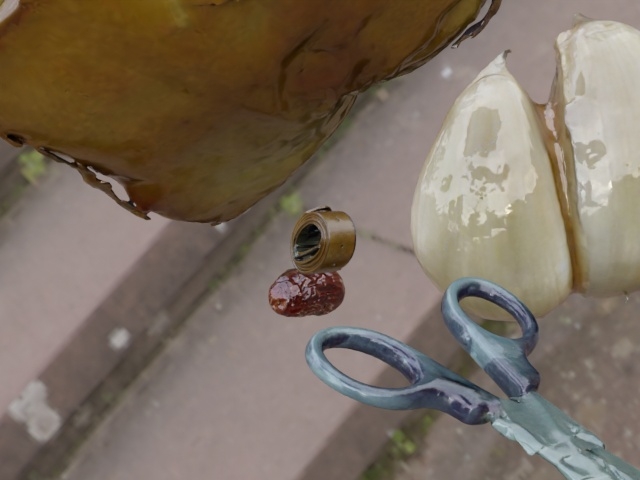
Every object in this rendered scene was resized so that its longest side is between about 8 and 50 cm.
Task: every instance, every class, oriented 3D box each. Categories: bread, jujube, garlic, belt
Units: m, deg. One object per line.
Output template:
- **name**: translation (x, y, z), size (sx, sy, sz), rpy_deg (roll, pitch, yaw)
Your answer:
- **bread**: translation (-0.045, -0.129, 0.736), size (0.324, 0.277, 0.167), rpy_deg (-30, 64, 25)
- **jujube**: translation (-0.022, 0.072, 2.213), size (0.077, 0.077, 0.129), rpy_deg (-10, 3, 40)
- **garlic**: translation (0.246, -0.055, 1.633), size (0.286, 0.313, 0.249), rpy_deg (9, 39, 12)
- **belt**: translation (0.000, 0.000, 1.469), size (0.083, 0.036, 0.059), rpy_deg (-31, 67, 60)

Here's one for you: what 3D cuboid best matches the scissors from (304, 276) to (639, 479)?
- **scissors**: translation (0.191, 0.158, 1.281), size (0.383, 0.029, 0.256), rpy_deg (36, 35, 29)
